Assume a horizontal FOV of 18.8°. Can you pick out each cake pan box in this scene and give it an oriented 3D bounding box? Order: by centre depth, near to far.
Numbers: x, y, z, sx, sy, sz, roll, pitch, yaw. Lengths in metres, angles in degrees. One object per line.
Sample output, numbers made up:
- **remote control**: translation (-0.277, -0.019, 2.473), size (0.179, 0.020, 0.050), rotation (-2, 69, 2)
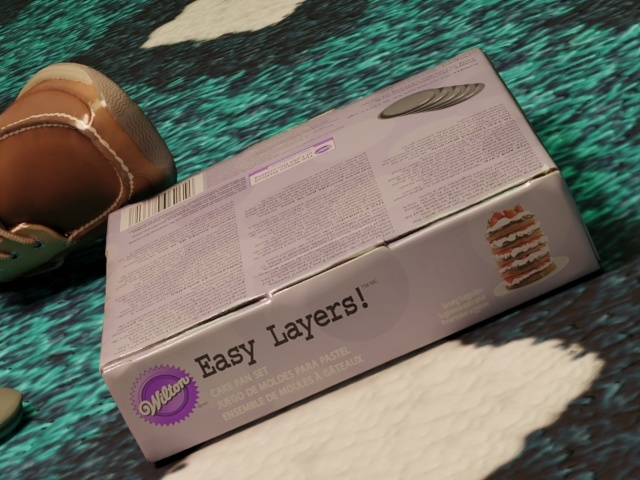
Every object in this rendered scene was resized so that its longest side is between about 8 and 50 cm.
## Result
- **cake pan box**: translation (0.000, 0.000, 1.064), size (0.267, 0.070, 0.246), rotation (-24, 18, 2)

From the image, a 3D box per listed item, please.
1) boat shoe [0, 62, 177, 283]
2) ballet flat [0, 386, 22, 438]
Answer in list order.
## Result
- **boat shoe**: translation (-0.201, -0.023, 1.268), size (0.116, 0.123, 0.324), rotation (-47, 13, -29)
- **ballet flat**: translation (-0.276, 0.109, 1.109), size (0.213, 0.068, 0.072), rotation (-19, 21, 15)
